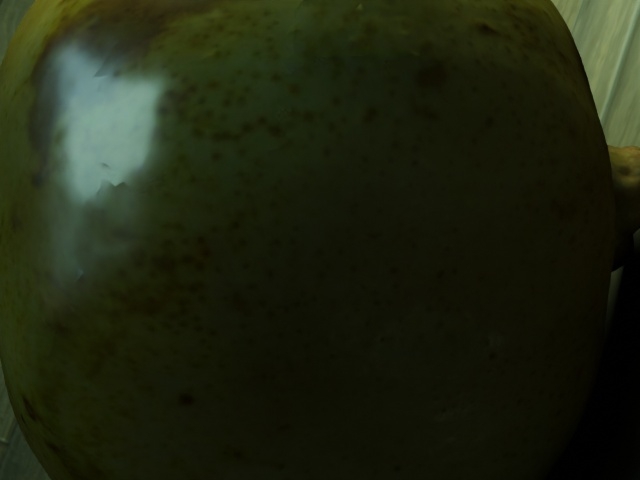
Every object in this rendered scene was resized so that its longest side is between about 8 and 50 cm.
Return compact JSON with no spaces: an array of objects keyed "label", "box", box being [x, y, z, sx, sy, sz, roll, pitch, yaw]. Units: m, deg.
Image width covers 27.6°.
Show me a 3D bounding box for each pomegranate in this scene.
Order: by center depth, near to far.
[{"label":"pomegranate","box":[0.000,0.000,0.751,0.416,0.417,0.416,-158,90,-79]}]
